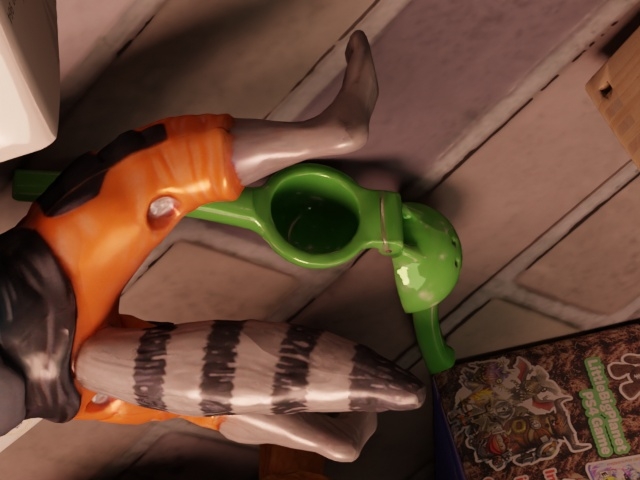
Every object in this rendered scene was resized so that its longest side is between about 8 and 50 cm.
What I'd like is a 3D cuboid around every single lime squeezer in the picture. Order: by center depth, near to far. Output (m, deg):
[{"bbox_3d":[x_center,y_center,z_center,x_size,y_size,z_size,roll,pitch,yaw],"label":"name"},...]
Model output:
[{"bbox_3d":[0.000,0.000,0.845,0.110,0.059,0.310,-5,159,45],"label":"lime squeezer"}]

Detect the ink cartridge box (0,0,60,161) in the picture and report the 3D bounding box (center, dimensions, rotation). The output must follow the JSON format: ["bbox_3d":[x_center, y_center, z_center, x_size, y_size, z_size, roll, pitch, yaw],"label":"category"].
[{"bbox_3d":[-0.212,-0.130,0.476,0.198,0.115,0.273,-18,125,2],"label":"ink cartridge box"}]

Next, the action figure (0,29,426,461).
[{"bbox_3d":[-0.134,0.000,0.671,0.330,0.178,0.341,-7,137,-9],"label":"action figure"}]

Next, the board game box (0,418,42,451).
[{"bbox_3d":[-0.238,0.110,0.901,0.154,0.026,0.103,-38,138,26],"label":"board game box"}]

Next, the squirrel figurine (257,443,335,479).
[{"bbox_3d":[-0.030,0.281,0.905,0.397,0.281,0.370,5,132,29],"label":"squirrel figurine"}]

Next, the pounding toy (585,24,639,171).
[{"bbox_3d":[0.222,-0.109,0.750,0.181,0.094,0.206,25,118,-35],"label":"pounding toy"}]

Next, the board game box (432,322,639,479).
[{"bbox_3d":[0.227,0.166,1.051,0.291,0.141,0.232,-13,143,-4],"label":"board game box"}]
